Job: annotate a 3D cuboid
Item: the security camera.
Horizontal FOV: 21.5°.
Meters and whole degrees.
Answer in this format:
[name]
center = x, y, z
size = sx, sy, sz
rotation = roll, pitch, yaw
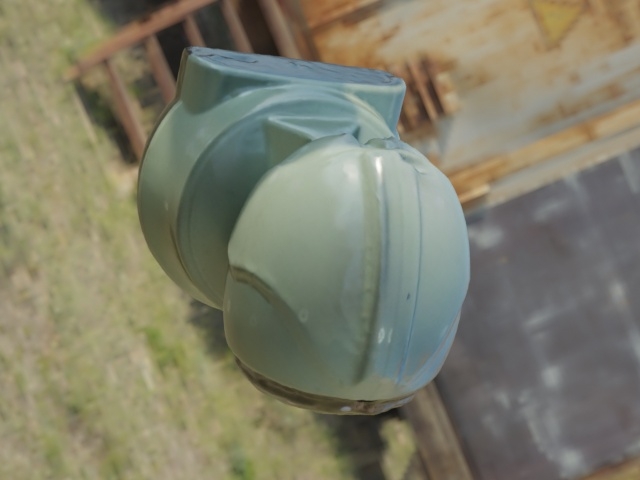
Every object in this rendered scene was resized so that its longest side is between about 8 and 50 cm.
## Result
[security camera]
center = 0.000, 0.000, 1.115
size = 0.277, 0.197, 0.191
rotation = -134, -127, -60
